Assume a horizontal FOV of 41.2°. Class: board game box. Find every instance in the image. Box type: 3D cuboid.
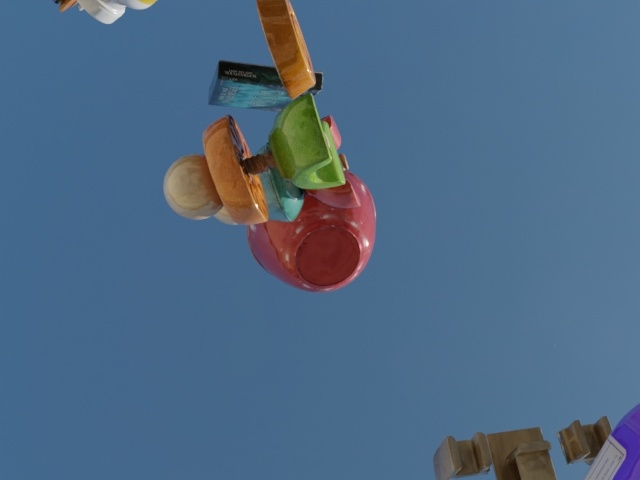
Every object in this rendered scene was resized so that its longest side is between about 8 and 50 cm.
[{"bbox_3d":[-0.075,-0.193,1.086,0.126,0.186,0.026,4,-91,-10],"label":"board game box"}]

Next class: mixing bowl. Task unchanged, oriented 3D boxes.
[{"bbox_3d":[0.000,0.000,1.121,0.181,0.098,0.182,-6,-63,-12],"label":"mixing bowl"}]

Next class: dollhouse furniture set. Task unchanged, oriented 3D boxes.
[{"bbox_3d":[0.266,0.362,1.060,0.212,0.161,0.242,-6,-120,-9],"label":"dollhouse furniture set"}]

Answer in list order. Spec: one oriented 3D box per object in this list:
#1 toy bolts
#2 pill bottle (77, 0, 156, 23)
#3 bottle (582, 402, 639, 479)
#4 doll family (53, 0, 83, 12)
[{"bbox_3d":[-0.068,-0.101,0.846,0.158,0.228,0.218,-18,-109,7],"label":"toy bolts"},{"bbox_3d":[-0.213,-0.346,1.023,0.184,0.103,0.103,-33,-104,20],"label":"pill bottle"},{"bbox_3d":[0.220,0.152,0.498,0.118,0.092,0.283,27,-85,-5],"label":"bottle"},{"bbox_3d":[-0.398,-0.414,1.233,0.118,0.263,0.163,-33,-79,18],"label":"doll family"}]
